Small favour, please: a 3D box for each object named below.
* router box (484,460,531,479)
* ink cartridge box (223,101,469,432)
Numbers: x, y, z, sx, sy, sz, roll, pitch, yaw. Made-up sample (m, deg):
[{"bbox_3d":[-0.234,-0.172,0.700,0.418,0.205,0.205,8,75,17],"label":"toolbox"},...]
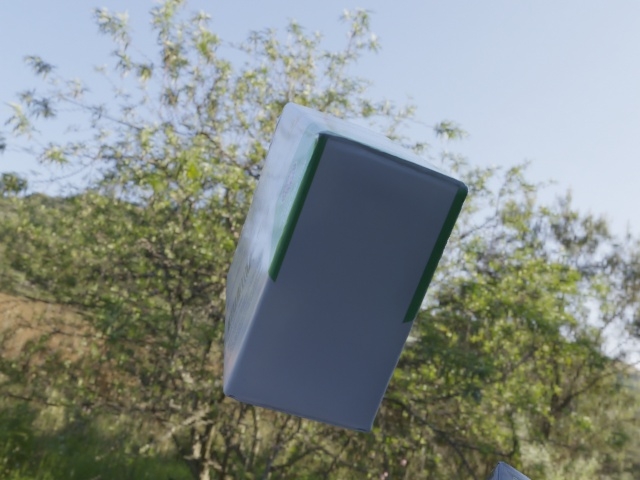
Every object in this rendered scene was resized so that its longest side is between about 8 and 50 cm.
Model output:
[{"bbox_3d":[0.122,0.196,0.307,0.133,0.046,0.179,32,21,4],"label":"router box"},{"bbox_3d":[0.000,0.000,0.465,0.093,0.154,0.212,17,12,-13],"label":"ink cartridge box"}]
